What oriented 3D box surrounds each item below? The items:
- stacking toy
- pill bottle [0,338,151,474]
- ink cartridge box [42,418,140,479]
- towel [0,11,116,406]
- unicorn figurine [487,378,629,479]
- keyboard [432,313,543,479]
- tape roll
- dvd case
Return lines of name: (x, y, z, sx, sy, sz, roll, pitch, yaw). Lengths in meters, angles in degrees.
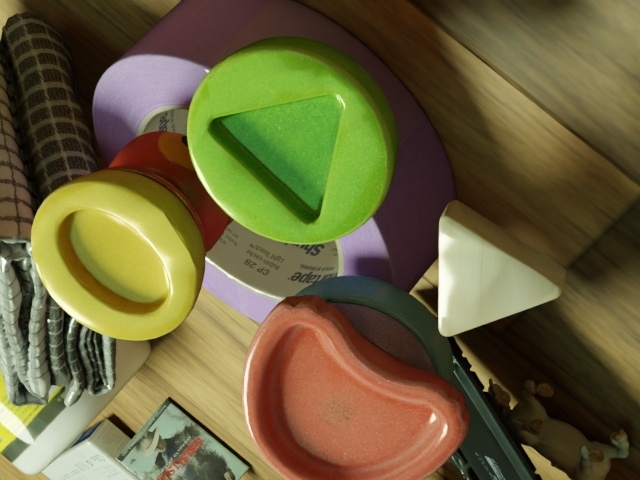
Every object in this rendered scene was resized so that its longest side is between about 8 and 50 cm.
stacking toy: (0.000, 0.000, 0.980, 0.309, 0.130, 0.279, 41, 123, -6)
pill bottle: (-0.352, 0.065, 1.501, 0.334, 0.188, 0.188, 44, 150, -3)
ink cartridge box: (-0.229, 0.326, 1.838, 0.224, 0.045, 0.223, 44, 150, -8)
towel: (-0.236, -0.017, 1.242, 0.284, 0.121, 0.235, 98, 155, -55)
unicorn figurine: (0.195, 0.169, 1.159, 0.162, 0.060, 0.111, 49, 161, 15)
keyboard: (0.143, 0.183, 1.189, 0.317, 0.033, 0.201, 58, 167, -10)
tape roll: (-0.037, -0.051, 1.097, 0.274, 0.090, 0.275, 29, 148, 21)
dvd case: (-0.150, 0.243, 1.606, 0.119, 0.087, 0.013, 40, 169, 4)
